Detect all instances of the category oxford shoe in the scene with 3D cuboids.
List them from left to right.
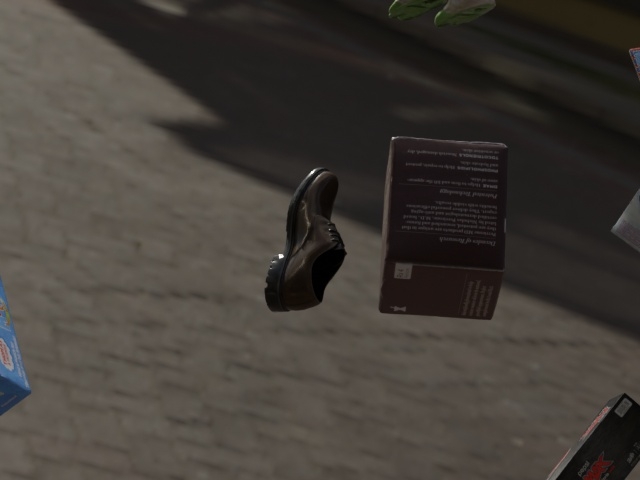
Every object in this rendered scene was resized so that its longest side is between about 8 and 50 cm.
[{"bbox_3d":[0.000,0.000,2.431,0.096,0.227,0.083,-1,-31,26],"label":"oxford shoe"}]

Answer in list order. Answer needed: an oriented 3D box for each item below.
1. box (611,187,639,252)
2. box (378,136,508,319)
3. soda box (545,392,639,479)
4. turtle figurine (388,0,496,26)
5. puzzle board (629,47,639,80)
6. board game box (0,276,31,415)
[{"bbox_3d":[0.437,-0.014,1.664,0.057,0.201,0.293,20,16,-46],"label":"box"},{"bbox_3d":[0.172,-0.016,2.496,0.167,0.203,0.168,4,-27,0],"label":"box"},{"bbox_3d":[0.252,0.227,1.684,0.053,0.169,0.060,41,-14,3],"label":"soda box"},{"bbox_3d":[0.073,-0.358,1.911,0.274,0.266,0.198,-13,-10,5],"label":"turtle figurine"},{"bbox_3d":[0.447,-0.200,2.138,0.128,0.096,0.011,-9,-23,-15],"label":"puzzle board"},{"bbox_3d":[-0.329,0.114,1.382,0.039,0.211,0.160,37,21,-45],"label":"board game box"}]
